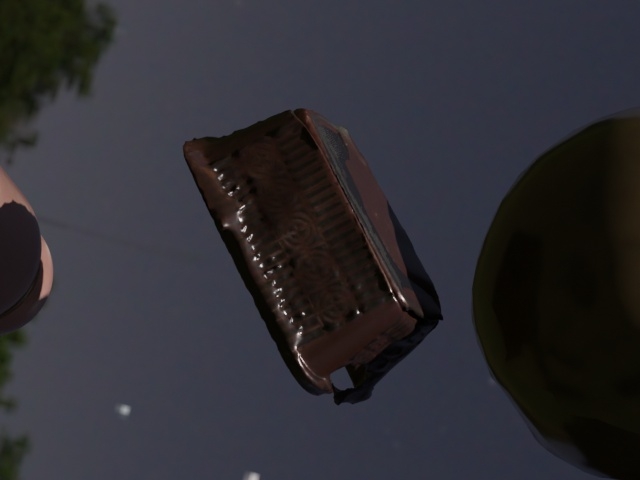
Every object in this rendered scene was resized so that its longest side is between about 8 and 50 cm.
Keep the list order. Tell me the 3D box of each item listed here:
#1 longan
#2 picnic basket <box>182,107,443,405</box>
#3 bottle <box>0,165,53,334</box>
[{"bbox_3d":[0.330,0.047,1.898,0.404,0.336,0.404,-28,-151,17],"label":"longan"},{"bbox_3d":[0.000,0.000,1.853,0.129,0.222,0.297,-32,-108,14],"label":"picnic basket"},{"bbox_3d":[-0.388,0.014,2.002,0.297,0.173,0.206,68,29,-68],"label":"bottle"}]
